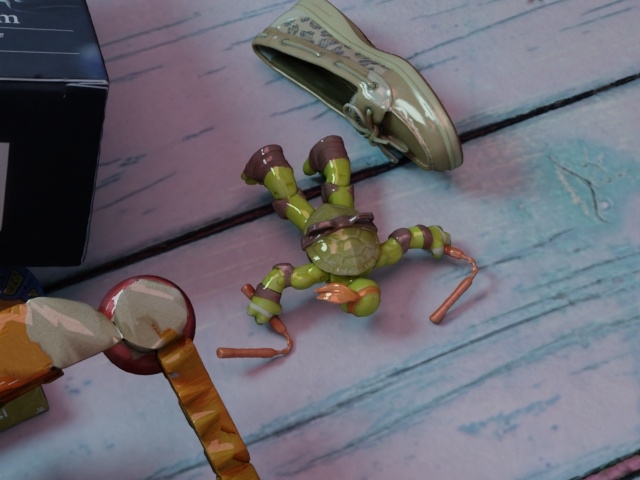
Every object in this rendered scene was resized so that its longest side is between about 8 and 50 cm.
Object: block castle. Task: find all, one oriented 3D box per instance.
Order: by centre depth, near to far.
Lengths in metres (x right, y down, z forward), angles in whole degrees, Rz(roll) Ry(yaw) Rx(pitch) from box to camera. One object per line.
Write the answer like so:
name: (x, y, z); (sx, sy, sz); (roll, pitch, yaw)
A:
block castle: (-0.256, 0.236, 1.022); (0.453, 0.213, 0.303); (-27, 88, -11)

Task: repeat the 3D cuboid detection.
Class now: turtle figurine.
turtle figurine: (0.000, 0.000, 1.273); (0.269, 0.087, 0.217); (-19, 58, -11)

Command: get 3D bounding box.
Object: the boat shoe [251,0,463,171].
boat shoe: (0.039, -0.151, 1.375); (0.089, 0.104, 0.285); (-34, 51, -15)

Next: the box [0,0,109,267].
box: (-0.381, -0.175, 1.234); (0.293, 0.212, 0.395); (-1, 40, -21)

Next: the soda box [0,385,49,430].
soda box: (-0.345, 0.156, 1.192); (0.181, 0.061, 0.058); (-25, 58, -15)

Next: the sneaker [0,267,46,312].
sneaker: (-0.411, 0.055, 1.235); (0.296, 0.131, 0.112); (7, 74, -22)
